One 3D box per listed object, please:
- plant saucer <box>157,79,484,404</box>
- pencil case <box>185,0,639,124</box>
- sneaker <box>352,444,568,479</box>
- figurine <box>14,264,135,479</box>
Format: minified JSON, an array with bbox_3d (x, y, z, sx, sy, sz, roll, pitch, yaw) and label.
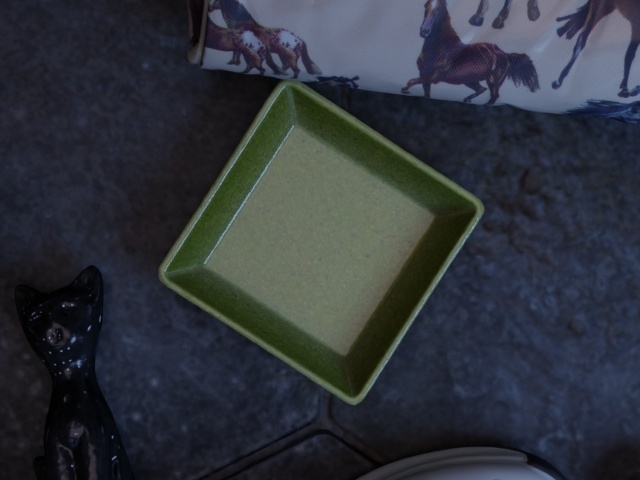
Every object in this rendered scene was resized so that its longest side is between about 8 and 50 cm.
[{"bbox_3d":[0.000,0.000,1.064,0.188,0.045,0.188,33,90,-1],"label":"plant saucer"},{"bbox_3d":[0.108,-0.193,1.007,0.410,0.160,0.184,8,101,0],"label":"pencil case"},{"bbox_3d":[-0.004,0.291,0.960,0.447,0.257,0.169,-22,90,0],"label":"sneaker"},{"bbox_3d":[-0.257,0.136,1.051,0.214,0.092,0.210,-8,83,0],"label":"figurine"}]
